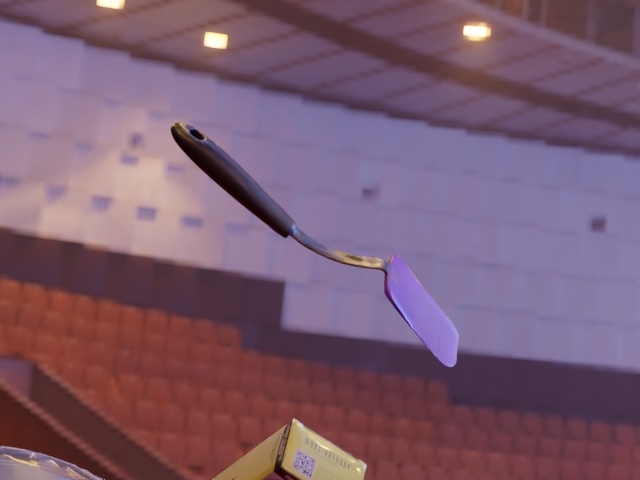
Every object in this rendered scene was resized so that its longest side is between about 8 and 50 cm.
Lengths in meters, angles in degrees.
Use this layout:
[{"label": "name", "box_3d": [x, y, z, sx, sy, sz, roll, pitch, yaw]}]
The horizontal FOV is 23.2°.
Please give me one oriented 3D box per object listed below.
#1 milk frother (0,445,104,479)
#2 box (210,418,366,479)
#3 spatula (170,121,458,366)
[{"label": "milk frother", "box_3d": [-0.067, 0.128, 0.418, 0.129, 0.134, 0.143, 29, 28, 5]}, {"label": "box", "box_3d": [-0.061, 0.251, 1.442, 0.087, 0.058, 0.232, 35, -45, -17]}, {"label": "spatula", "box_3d": [0.000, 0.000, 1.240, 0.296, 0.030, 0.084, 35, 24, -10]}]
